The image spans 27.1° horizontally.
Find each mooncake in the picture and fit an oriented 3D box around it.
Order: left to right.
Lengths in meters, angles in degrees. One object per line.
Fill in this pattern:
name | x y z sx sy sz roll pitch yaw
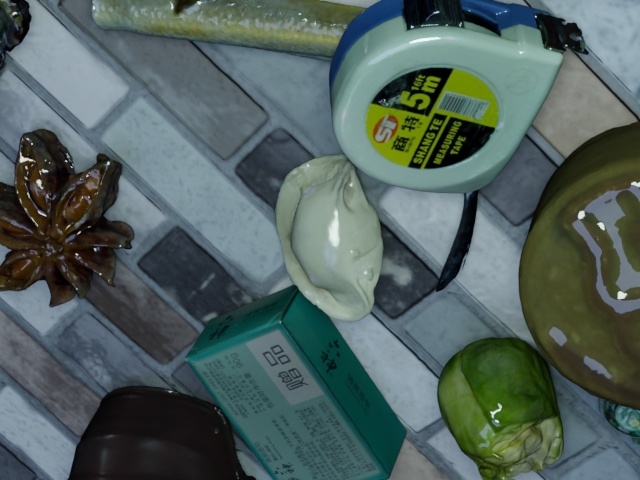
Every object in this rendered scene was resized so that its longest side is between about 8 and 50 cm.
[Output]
mooncake | 0.337 0.030 1.304 0.284 0.155 0.284 8 114 18

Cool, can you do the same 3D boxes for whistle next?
whistle | -0.082 -0.229 1.369 0.326 0.057 0.068 11 128 13

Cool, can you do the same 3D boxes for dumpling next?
dumpling | 0.000 0.002 1.460 0.134 0.100 0.169 -4 118 39

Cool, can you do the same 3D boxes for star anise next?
star anise | -0.315 -0.028 1.563 0.220 0.099 0.214 4 108 24

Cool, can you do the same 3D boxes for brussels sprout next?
brussels sprout | 0.201 0.182 1.473 0.131 0.145 0.183 -32 151 8

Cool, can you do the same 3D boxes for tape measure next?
tape measure | 0.098 -0.098 1.345 0.215 0.098 0.351 11 132 -13

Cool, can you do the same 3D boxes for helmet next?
helmet | -0.211 0.344 1.703 0.225 0.177 0.305 -7 117 21

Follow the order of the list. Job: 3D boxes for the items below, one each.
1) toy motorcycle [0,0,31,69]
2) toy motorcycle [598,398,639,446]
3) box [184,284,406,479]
toy motorcycle | -0.420 -0.247 1.440 0.207 0.134 0.401 30 127 -7
toy motorcycle | 0.457 0.212 1.415 0.296 0.109 0.198 -11 118 28
box | -0.027 0.187 1.587 0.153 0.092 0.245 -23 111 29
